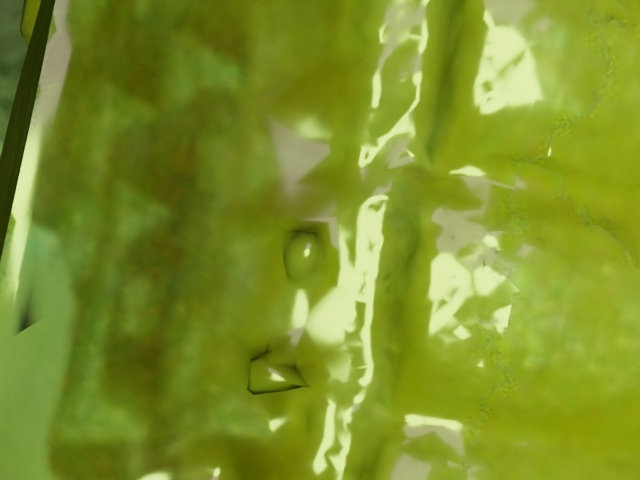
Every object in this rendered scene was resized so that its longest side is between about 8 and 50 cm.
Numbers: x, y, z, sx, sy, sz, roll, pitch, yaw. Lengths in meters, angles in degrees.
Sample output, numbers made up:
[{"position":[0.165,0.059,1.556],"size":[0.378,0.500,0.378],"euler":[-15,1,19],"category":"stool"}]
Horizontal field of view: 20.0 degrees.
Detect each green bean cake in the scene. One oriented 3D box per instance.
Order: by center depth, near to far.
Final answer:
[{"position":[0.000,0.000,0.470],"size":[0.202,0.285,0.310],"euler":[13,91,-25],"category":"green bean cake"}]
